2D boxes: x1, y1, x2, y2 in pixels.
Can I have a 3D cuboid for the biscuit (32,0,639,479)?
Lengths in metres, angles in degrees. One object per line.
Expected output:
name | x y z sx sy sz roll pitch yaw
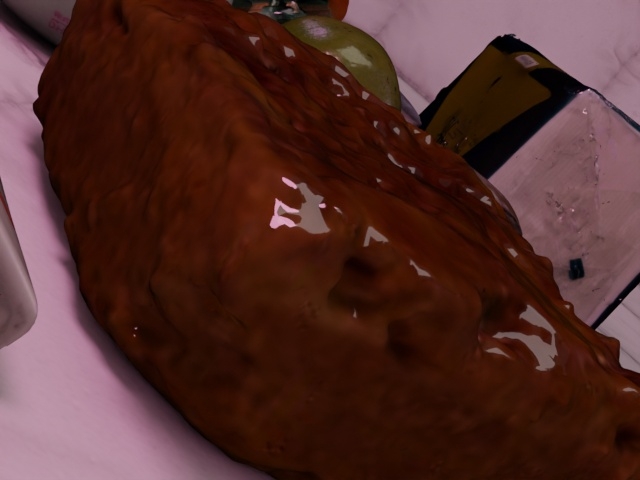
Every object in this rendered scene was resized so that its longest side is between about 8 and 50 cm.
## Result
biscuit | 0.000 0.000 0.779 0.343 0.166 0.395 33 16 -34

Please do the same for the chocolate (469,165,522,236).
chocolate | 0.060 -0.047 1.088 0.261 0.161 0.083 35 37 -30

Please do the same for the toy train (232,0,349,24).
toy train | -0.100 -0.268 1.282 0.285 0.116 0.177 0 5 16

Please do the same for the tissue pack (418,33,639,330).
tissue pack | 0.271 -0.078 1.551 0.253 0.264 0.416 38 12 -16

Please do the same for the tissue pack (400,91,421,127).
tissue pack | -0.073 -0.273 1.570 0.288 0.124 0.394 23 22 -45

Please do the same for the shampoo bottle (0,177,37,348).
shampoo bottle | -0.206 -0.069 0.608 0.153 0.071 0.284 64 -3 -29

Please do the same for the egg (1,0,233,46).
egg | -0.197 -0.256 1.045 0.264 0.183 0.183 32 14 -8

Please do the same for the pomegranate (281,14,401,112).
pomegranate | -0.018 -0.127 1.163 0.179 0.179 0.210 46 30 23
